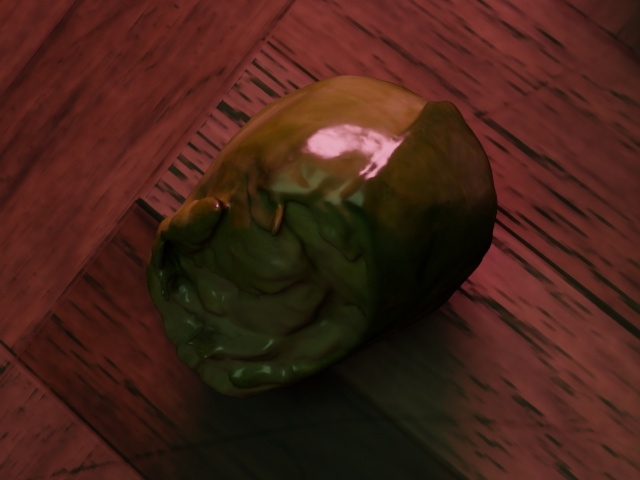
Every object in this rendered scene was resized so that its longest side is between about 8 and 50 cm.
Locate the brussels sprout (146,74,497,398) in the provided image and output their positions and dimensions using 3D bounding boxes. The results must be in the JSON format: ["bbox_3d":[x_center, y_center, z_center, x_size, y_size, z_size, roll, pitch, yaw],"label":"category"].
[{"bbox_3d":[0.004,-0.005,0.817,0.131,0.145,0.183,45,139,-4],"label":"brussels sprout"}]
